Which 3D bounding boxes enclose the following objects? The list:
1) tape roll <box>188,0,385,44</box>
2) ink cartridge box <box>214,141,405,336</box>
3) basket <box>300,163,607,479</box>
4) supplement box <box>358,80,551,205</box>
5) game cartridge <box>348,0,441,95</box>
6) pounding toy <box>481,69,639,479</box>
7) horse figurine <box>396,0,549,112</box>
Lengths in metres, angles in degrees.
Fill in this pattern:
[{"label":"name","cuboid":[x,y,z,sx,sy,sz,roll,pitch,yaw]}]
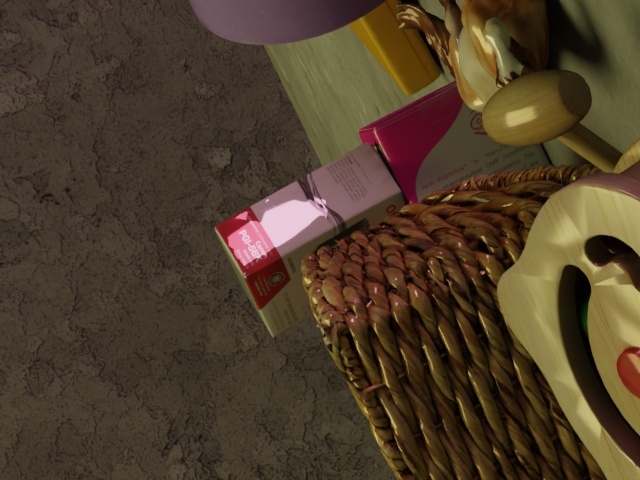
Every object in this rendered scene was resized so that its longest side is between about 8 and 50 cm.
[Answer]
[{"label":"tape roll","cuboid":[-0.022,-0.236,1.329,0.189,0.189,0.080,60,175,47]},{"label":"ink cartridge box","cuboid":[0.000,0.000,1.368,0.056,0.135,0.099,57,174,32]},{"label":"basket","cuboid":[0.146,0.103,1.242,0.299,0.223,0.213,62,-179,-13]},{"label":"supplement box","cuboid":[0.129,-0.014,1.396,0.220,0.111,0.114,64,176,-6]},{"label":"game cartridge","cuboid":[-0.018,-0.312,1.637,0.285,0.052,0.324,55,180,-41]},{"label":"pounding toy","cuboid":[0.197,0.015,0.909,0.269,0.155,0.154,59,149,0]},{"label":"horse figurine","cuboid":[0.105,-0.145,1.170,0.263,0.066,0.174,108,141,-82]}]
